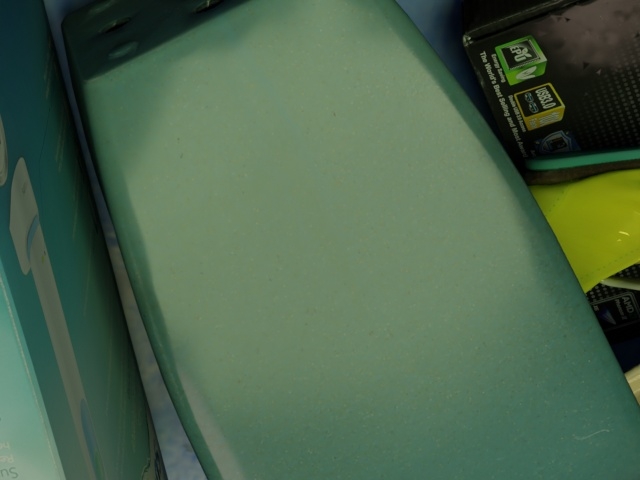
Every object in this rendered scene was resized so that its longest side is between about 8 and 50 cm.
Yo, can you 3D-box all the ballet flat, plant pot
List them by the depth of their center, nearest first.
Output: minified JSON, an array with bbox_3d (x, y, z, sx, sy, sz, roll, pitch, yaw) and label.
[{"bbox_3d":[0.000,0.000,0.609,0.165,0.165,0.234,-26,115,-3],"label":"plant pot"},{"bbox_3d":[0.197,-0.017,0.633,0.231,0.077,0.077,-11,91,15],"label":"ballet flat"}]

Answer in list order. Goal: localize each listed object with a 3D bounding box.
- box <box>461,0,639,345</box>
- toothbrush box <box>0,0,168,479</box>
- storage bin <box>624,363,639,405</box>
[{"bbox_3d":[0.180,-0.055,0.685,0.184,0.045,0.191,-17,123,17],"label":"box"},{"bbox_3d":[-0.139,0.047,0.540,0.126,0.216,0.296,-12,116,0],"label":"toothbrush box"},{"bbox_3d":[0.194,0.164,0.721,0.260,0.123,0.262,-30,143,-8],"label":"storage bin"}]
